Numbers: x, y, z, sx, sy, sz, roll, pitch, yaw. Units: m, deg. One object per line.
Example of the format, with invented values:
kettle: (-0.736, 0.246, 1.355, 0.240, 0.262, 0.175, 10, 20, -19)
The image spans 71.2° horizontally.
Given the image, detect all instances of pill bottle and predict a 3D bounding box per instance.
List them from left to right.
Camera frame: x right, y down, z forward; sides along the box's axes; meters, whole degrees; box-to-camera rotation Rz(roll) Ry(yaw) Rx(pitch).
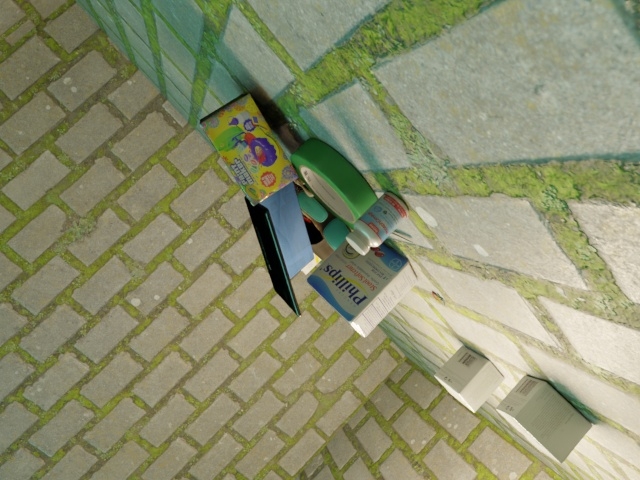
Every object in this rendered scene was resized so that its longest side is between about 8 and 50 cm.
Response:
pill bottle: (0.143, -0.041, 1.138, 0.087, 0.160, 0.087, 44, 173, 7)

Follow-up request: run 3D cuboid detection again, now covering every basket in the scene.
basket: (0.000, 0.000, 2.225, 0.204, 0.154, 0.227, 41, 176, 40)

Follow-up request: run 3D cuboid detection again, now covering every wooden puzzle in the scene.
wooden puzzle: (0.415, 0.204, 1.572, 0.049, 0.006, 0.083, 40, 171, 39)

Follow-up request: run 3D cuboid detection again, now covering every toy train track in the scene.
toy train track: (-0.090, -0.345, 1.339, 0.048, 0.014, 0.083, 49, 172, -27)

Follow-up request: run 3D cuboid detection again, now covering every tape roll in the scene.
tape roll: (0.045, -0.162, 1.351, 0.321, 0.077, 0.321, 44, 172, 8)

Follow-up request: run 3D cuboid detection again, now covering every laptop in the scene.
laptop: (-0.096, -0.008, 1.597, 0.408, 0.236, 0.382, 32, 141, 63)

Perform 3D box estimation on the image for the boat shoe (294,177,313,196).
boat shoe: (-0.062, -0.228, 1.720, 0.135, 0.050, 0.045, 45, 160, -12)

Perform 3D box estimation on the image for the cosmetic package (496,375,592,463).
cosmetic package: (0.682, 0.543, 1.376, 0.183, 0.151, 0.151, 44, 174, 8)

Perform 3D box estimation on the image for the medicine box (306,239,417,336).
medicine box: (0.148, 0.144, 1.609, 0.263, 0.289, 0.149, 39, 170, 40)

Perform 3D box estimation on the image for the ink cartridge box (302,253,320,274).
ink cartridge box: (-0.081, 0.030, 2.474, 0.171, 0.233, 0.168, 38, 170, 44)

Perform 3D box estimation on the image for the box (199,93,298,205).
box: (-0.240, -0.302, 1.455, 0.290, 0.177, 0.279, 59, 177, -23)

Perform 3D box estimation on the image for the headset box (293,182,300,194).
headset box: (-0.114, -0.215, 1.940, 0.083, 0.032, 0.062, 55, 172, -17)

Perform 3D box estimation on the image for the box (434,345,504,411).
box: (0.590, 0.545, 1.780, 0.119, 0.182, 0.181, 48, 172, -16)

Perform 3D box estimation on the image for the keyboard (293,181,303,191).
keyboard: (-0.085, -0.227, 1.924, 0.108, 0.023, 0.180, 47, 173, -11)

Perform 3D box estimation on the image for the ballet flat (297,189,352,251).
ballet flat: (0.032, -0.074, 1.845, 0.342, 0.116, 0.124, 45, -167, 4)

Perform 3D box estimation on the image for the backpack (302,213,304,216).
backpack: (-0.166, -0.071, 2.320, 0.191, 0.253, 0.225, 41, 170, 33)

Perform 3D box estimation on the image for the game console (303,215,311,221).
game console: (-0.091, -0.140, 1.916, 0.144, 0.085, 0.124, 52, -148, -86)

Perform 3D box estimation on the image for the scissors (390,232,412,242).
scissors: (0.195, -0.037, 1.415, 0.109, 0.021, 0.297, 49, 174, -12)
